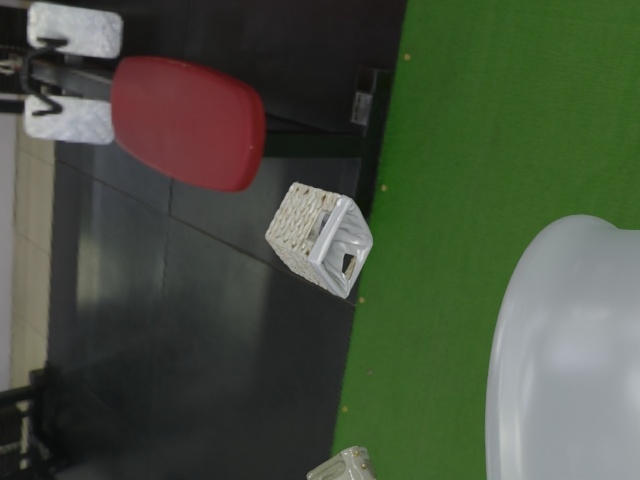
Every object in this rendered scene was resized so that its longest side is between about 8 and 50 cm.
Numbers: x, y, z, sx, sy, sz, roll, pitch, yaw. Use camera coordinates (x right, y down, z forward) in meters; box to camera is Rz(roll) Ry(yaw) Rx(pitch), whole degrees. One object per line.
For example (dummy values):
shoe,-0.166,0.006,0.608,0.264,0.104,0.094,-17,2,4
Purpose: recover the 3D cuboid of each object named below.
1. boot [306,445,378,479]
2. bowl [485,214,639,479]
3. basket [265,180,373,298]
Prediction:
boot,0.094,0.373,1.084,0.077,0.213,0.165,66,-176,-51
bowl,0.225,0.121,0.424,0.134,0.297,0.298,-12,86,42
basket,0.000,0.000,1.128,0.103,0.167,0.113,21,75,24
